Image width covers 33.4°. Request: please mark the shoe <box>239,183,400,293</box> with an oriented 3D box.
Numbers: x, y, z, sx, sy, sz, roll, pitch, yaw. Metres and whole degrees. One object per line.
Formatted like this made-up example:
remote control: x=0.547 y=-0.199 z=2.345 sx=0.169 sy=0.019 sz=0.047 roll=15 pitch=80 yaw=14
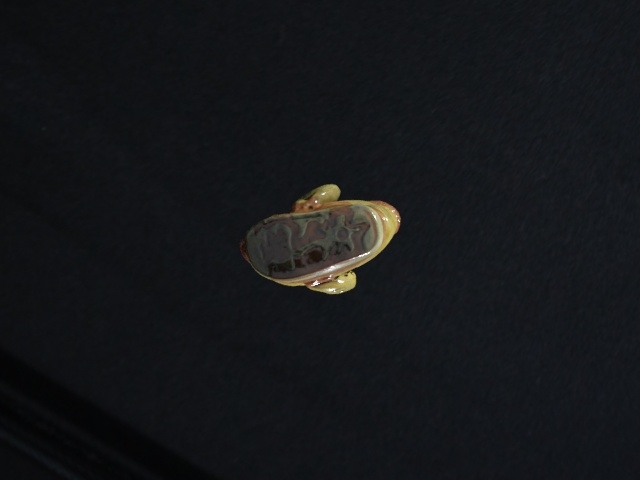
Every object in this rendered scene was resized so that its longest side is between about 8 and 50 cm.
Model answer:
shoe: x=0.003 y=0.002 z=0.732 sx=0.109 sy=0.069 sz=0.072 roll=-33 pitch=-97 yaw=28
